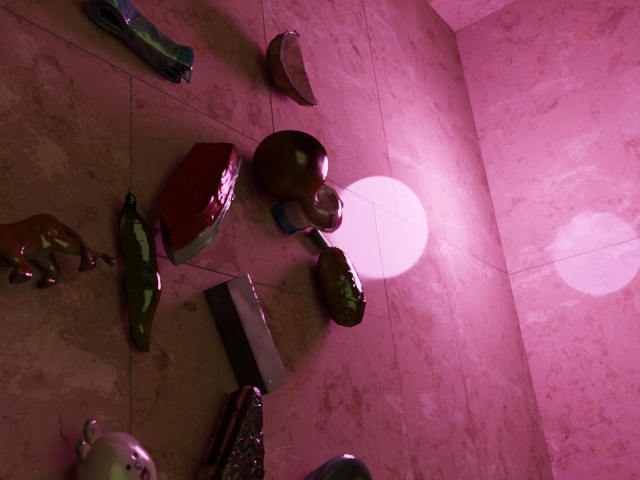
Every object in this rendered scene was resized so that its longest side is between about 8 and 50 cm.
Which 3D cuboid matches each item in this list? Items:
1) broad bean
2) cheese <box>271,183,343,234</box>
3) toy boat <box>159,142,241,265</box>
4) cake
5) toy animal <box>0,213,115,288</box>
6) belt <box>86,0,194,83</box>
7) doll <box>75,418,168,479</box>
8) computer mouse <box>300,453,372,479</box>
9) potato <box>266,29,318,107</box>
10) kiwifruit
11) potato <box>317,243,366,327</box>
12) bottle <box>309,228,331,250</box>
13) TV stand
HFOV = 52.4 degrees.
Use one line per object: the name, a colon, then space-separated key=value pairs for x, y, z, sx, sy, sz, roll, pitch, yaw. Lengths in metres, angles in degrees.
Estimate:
broad bean: x=-0.366 y=0.056 z=1.323 sx=0.077 sy=0.061 sz=0.339 roll=5 pitch=68 yaw=-48
cheese: x=-0.029 y=-0.094 z=1.904 sx=0.286 sy=0.074 sz=0.189 roll=-28 pitch=82 yaw=-47
toy boat: x=-0.275 y=-0.079 z=1.482 sx=0.133 sy=0.145 sz=0.332 roll=80 pitch=19 yaw=-43
cake: x=-0.193 y=0.418 z=1.338 sx=0.135 sy=0.112 sz=0.246 roll=22 pitch=55 yaw=-47
toy animal: x=-0.516 y=0.005 z=1.099 sx=0.312 sy=0.097 sz=0.158 roll=-12 pitch=77 yaw=-60
belt: x=-0.412 y=-0.481 z=1.531 sx=0.302 sy=0.087 sz=0.072 roll=35 pitch=42 yaw=-43
doll: x=-0.336 y=0.430 z=1.125 sx=0.275 sy=0.113 sz=0.155 roll=49 pitch=28 yaw=-19
computer mouse: x=-0.012 y=0.637 z=1.484 sx=0.371 sy=0.122 sz=0.188 roll=-28 pitch=94 yaw=-51
potato: x=-0.107 y=-0.516 z=2.013 sx=0.138 sy=0.098 sz=0.243 roll=-24 pitch=99 yaw=-55
kiwifruit: x=-0.076 y=-0.209 z=1.798 sx=0.234 sy=0.196 sz=0.196 roll=-24 pitch=93 yaw=-56
potato: x=0.061 y=0.129 z=1.887 sx=0.149 sy=0.113 sz=0.251 roll=13 pitch=62 yaw=-55
bottle: x=0.000 y=0.000 z=1.945 sx=0.083 sy=0.030 sz=0.030 roll=53 pitch=35 yaw=-26
TV stand: x=-0.173 y=0.221 z=1.510 sx=0.088 sy=0.082 sz=0.270 roll=-21 pitch=91 yaw=-57
